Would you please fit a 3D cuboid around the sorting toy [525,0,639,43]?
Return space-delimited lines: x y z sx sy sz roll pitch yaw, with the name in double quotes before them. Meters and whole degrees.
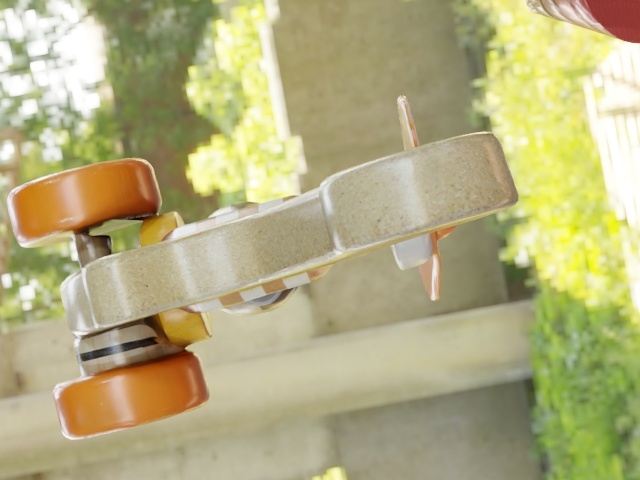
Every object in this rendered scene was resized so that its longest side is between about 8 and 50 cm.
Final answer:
"sorting toy" 0.162 -0.314 1.245 0.126 0.127 0.365 -13 96 59

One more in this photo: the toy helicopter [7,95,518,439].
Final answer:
"toy helicopter" 0.000 0.000 0.823 0.355 0.235 0.140 -19 84 64
